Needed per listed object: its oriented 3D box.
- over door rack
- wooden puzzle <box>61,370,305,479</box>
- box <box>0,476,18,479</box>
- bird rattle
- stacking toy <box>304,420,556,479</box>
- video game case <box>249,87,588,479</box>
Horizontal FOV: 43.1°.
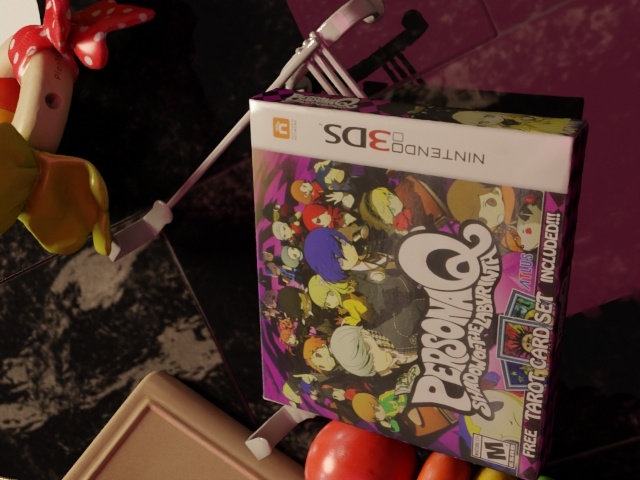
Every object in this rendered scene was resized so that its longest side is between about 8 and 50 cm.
[{"bbox_3d":[0.000,0.000,0.643,0.324,0.108,0.239,-38,89,35],"label":"over door rack"},{"bbox_3d":[-0.122,0.258,0.681,0.221,0.238,0.044,33,148,8],"label":"wooden puzzle"},{"bbox_3d":[-0.304,0.348,0.848,0.164,0.021,0.201,6,104,16],"label":"box"},{"bbox_3d":[-0.251,-0.109,0.665,0.207,0.143,0.253,-8,78,43],"label":"bird rattle"},{"bbox_3d":[0.139,0.223,0.585,0.330,0.141,0.141,20,107,16],"label":"stacking toy"},{"bbox_3d":[0.054,0.026,0.532,0.210,0.042,0.232,12,116,27],"label":"video game case"}]
